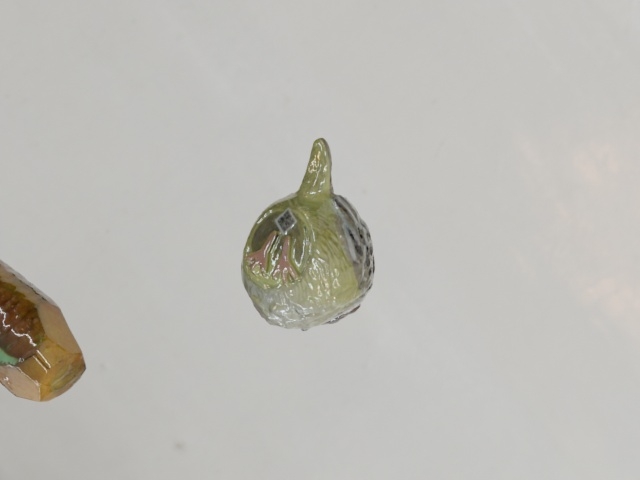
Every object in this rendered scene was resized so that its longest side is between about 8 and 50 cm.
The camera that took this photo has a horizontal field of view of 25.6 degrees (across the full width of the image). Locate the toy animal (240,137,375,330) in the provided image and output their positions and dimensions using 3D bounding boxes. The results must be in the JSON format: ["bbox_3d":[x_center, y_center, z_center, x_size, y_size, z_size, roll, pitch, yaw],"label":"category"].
[{"bbox_3d":[0.000,0.000,1.016,0.098,0.098,0.137,19,90,15],"label":"toy animal"}]

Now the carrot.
[{"bbox_3d":[-0.279,0.024,1.042,0.260,0.070,0.070,36,127,19],"label":"carrot"}]
